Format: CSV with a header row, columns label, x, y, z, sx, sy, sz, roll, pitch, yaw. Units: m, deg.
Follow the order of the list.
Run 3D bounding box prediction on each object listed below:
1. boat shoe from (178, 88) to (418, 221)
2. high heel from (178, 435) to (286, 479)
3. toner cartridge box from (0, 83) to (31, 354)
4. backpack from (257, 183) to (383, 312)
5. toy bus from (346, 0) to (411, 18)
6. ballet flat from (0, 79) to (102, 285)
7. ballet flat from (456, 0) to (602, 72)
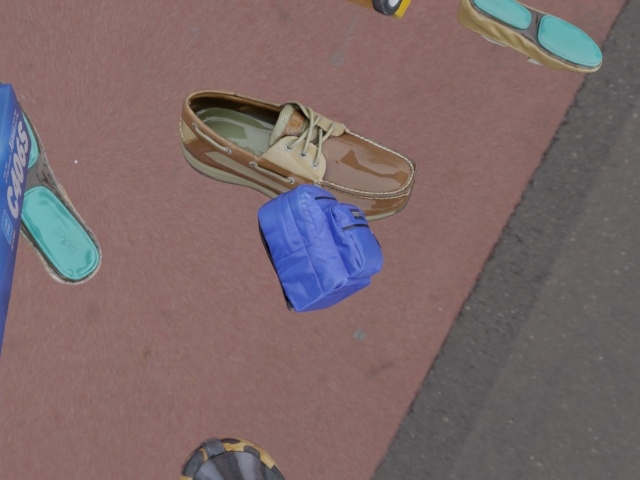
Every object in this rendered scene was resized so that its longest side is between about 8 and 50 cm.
label,x,y,z,sx,sy,sz,roll,pitch,yaw
boat shoe,-0.037,-0.115,1.158,0.324,0.120,0.123,14,63,9
high heel,-0.017,0.250,0.552,0.093,0.186,0.261,-18,104,-15
toner cartridge box,-0.338,0.008,0.728,0.165,0.348,0.075,-9,135,-4
backpack,0.000,0.000,0.920,0.101,0.098,0.120,-30,77,17
toy bus,0.003,-0.319,0.808,0.108,0.332,0.130,25,92,25
ballet flat,-0.403,-0.076,1.197,0.107,0.106,0.316,-30,102,-22
ballet flat,0.312,-0.311,1.357,0.232,0.073,0.080,28,64,-5
